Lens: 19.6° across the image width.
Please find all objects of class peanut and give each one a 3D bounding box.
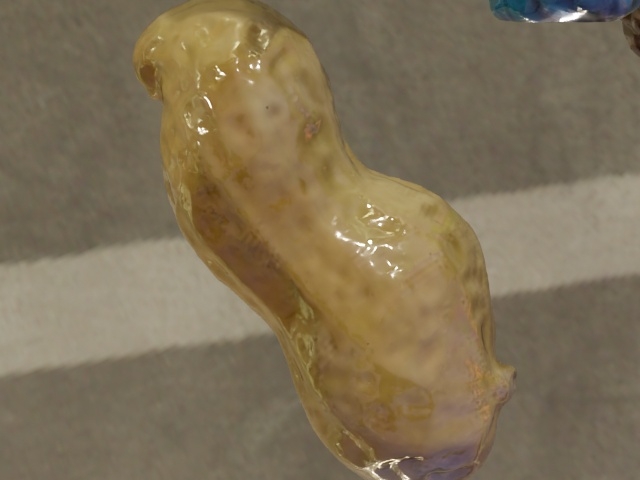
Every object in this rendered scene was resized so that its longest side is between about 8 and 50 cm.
[{"bbox_3d":[0.000,0.000,0.881,0.117,0.101,0.263,-36,85,-19],"label":"peanut"}]

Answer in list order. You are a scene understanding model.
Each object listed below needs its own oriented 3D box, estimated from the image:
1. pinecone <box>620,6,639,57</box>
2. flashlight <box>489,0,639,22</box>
[{"bbox_3d":[0.227,-0.128,0.817,0.204,0.179,0.184,7,77,-30],"label":"pinecone"},{"bbox_3d":[0.032,-0.099,0.296,0.051,0.051,0.129,-8,102,-18],"label":"flashlight"}]
